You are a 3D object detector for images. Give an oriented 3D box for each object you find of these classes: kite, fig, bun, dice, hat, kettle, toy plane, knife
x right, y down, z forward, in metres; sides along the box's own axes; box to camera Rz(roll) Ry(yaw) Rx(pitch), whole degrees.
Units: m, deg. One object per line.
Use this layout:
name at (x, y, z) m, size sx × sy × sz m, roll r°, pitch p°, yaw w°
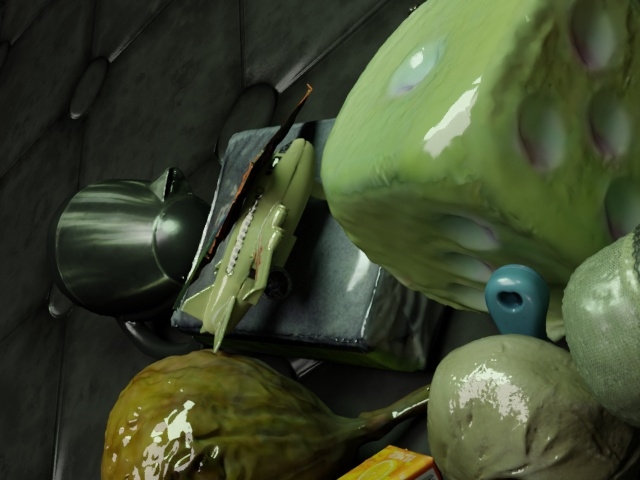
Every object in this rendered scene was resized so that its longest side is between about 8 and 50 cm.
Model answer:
kite at (-0.083, -0.065, 1.241) m, size 0.321 × 0.016 × 0.234 m, roll -61°, pitch -1°, yaw -13°
fig at (-0.041, 0.224, 1.142) m, size 0.368 × 0.286 × 0.286 m, roll -22°, pitch 47°, yaw 14°
bun at (0.163, 0.163, 0.868) m, size 0.173 × 0.167 × 0.113 m, roll 6°, pitch 41°, yaw 28°
dice at (0.169, -0.078, 0.982) m, size 0.252 × 0.250 × 0.254 m, roll -12°, pitch 44°, yaw 59°
hat at (0.253, 0.063, 0.801) m, size 0.130 × 0.257 × 0.257 m, roll -29°, pitch 46°, yaw 31°
kettle at (-0.241, 0.025, 1.543) m, size 0.271 × 0.207 × 0.251 m, roll -6°, pitch 62°, yaw 49°
toy plane at (-0.064, 0.005, 1.194) m, size 0.244 × 0.092 × 0.229 m, roll -58°, pitch 15°, yaw -1°
knife at (0.189, 0.123, 0.917) m, size 0.058 × 0.244 × 0.032 m, roll -5°, pitch 32°, yaw 28°

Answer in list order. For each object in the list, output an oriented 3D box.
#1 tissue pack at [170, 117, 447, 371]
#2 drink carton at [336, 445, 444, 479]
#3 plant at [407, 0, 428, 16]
tissue pack at (0.000, 0.000, 1.311) m, size 0.394 × 0.124 × 0.288 m, roll 0°, pitch 67°, yaw 53°
drink carton at (0.013, 0.281, 1.022) m, size 0.223 × 0.071 × 0.096 m, roll -29°, pitch 10°, yaw -23°
plant at (0.132, -0.247, 1.354) m, size 0.174 × 0.085 × 0.087 m, roll -54°, pitch 10°, yaw 22°
